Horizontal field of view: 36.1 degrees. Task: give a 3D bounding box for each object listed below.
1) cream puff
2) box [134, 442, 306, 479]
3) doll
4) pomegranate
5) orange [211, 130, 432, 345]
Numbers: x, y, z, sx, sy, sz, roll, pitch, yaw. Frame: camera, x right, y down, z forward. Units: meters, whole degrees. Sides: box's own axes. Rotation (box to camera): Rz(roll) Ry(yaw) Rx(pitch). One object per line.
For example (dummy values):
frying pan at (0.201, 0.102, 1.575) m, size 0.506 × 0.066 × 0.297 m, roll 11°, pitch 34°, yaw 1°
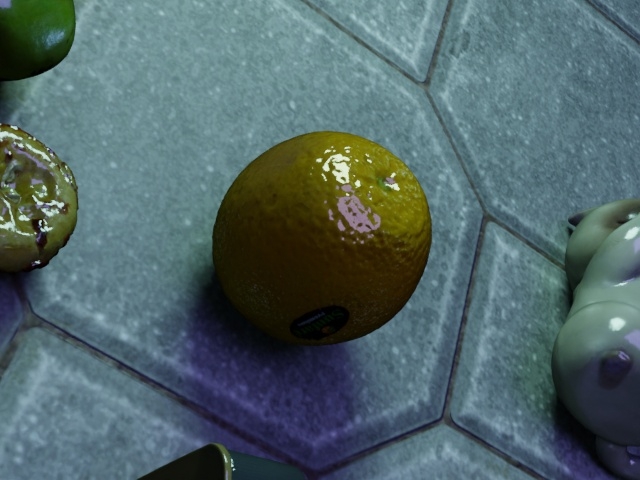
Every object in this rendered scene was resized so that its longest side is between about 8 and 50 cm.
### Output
cream puff at (-0.296, -0.033, 0.897) m, size 0.149 × 0.084 × 0.149 m, roll 19°, pitch 58°, yaw -32°
box at (-0.095, 0.259, 0.799) m, size 0.090 × 0.201 × 0.144 m, roll 18°, pitch 54°, yaw -32°
doll at (0.410, 0.096, 1.261) m, size 0.215 × 0.226 × 0.370 m, roll 9°, pitch 57°, yaw 9°
pomegranate at (-0.321, -0.188, 0.930) m, size 0.131 × 0.152 × 0.191 m, roll 50°, pitch 42°, yaw -45°
orange at (0.000, 0.000, 1.001) m, size 0.236 × 0.236 × 0.236 m, roll 18°, pitch 55°, yaw -28°
